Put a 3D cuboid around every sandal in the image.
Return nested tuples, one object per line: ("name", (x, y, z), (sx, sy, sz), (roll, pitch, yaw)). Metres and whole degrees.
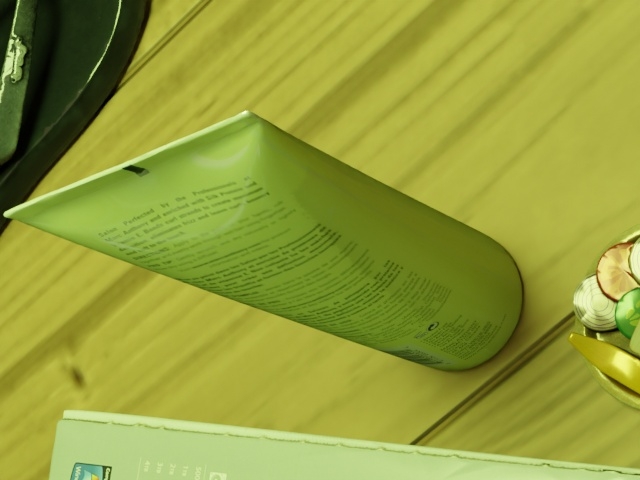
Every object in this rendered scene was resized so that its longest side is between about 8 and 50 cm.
("sandal", (-0.169, -0.067, 0.843), (0.097, 0.054, 0.254), (34, 96, 34))

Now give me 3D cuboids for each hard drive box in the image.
("hard drive box", (0.047, 0.121, 0.581), (0.232, 0.181, 0.089), (1, 78, 33))

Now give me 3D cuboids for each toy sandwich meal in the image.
("toy sandwich meal", (0.132, 0.028, 0.642), (0.085, 0.029, 0.085), (-9, 73, 30))

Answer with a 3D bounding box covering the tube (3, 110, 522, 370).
("tube", (0.000, 0.000, 0.606), (0.062, 0.240, 0.070), (35, 98, 32))
